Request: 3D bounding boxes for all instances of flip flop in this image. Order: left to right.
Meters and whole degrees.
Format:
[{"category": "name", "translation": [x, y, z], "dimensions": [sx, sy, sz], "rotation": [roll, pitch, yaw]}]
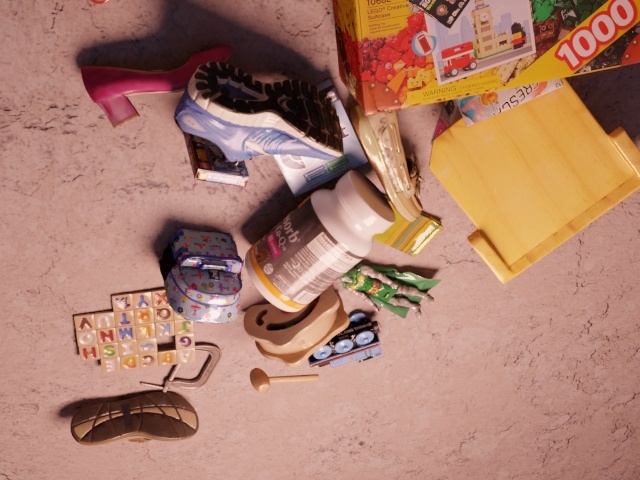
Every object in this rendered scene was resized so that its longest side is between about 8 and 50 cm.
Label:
[{"category": "flip flop", "translation": [-0.407, 0.403, 2.106], "dimensions": [0.277, 0.112, 0.080], "rotation": [-5, 155, -18]}]

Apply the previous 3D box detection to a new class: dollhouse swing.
[{"category": "dollhouse swing", "translation": [0.415, -0.140, 1.882], "dimensions": [0.347, 0.305, 0.315], "rotation": [-38, 173, 13]}]

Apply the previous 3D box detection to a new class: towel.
[{"category": "towel", "translation": [0.136, -0.038, 1.971], "dimensions": [0.237, 0.021, 0.102], "rotation": [22, 118, -31]}]

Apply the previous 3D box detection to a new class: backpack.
[{"category": "backpack", "translation": [-0.221, 0.076, 1.842], "dimensions": [0.158, 0.173, 0.117], "rotation": [10, 124, -24]}]

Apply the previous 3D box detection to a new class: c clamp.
[{"category": "c clamp", "translation": [-0.294, 0.279, 2.086], "dimensions": [0.137, 0.022, 0.160], "rotation": [20, 120, -31]}]

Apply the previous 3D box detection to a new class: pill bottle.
[{"category": "pill bottle", "translation": [0.000, 0.000, 1.854], "dimensions": [0.278, 0.162, 0.162], "rotation": [-41, 129, 20]}]

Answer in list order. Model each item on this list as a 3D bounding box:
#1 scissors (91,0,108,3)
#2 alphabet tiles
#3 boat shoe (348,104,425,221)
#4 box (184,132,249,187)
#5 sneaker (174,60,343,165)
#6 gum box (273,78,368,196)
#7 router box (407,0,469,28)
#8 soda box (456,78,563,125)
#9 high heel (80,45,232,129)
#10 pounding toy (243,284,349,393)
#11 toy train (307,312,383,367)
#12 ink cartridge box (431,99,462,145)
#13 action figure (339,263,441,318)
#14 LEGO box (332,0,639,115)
[{"category": "scissors", "translation": [-0.365, -0.493, 1.433], "dimensions": [0.109, 0.021, 0.297], "rotation": [-4, 128, -12]}, {"category": "alphabet tiles", "translation": [-0.380, 0.188, 1.977], "dimensions": [0.237, 0.009, 0.198], "rotation": [-6, 124, -11]}, {"category": "boat shoe", "translation": [0.146, -0.150, 1.826], "dimensions": [0.089, 0.104, 0.285], "rotation": [-26, 131, 7]}, {"category": "box", "translation": [-0.185, -0.149, 1.693], "dimensions": [0.094, 0.137, 0.027], "rotation": [8, 126, -23]}, {"category": "sneaker", "translation": [-0.103, -0.203, 1.654], "dimensions": [0.330, 0.129, 0.147], "rotation": [15, 146, -33]}, {"category": "gum box", "translation": [-0.016, -0.188, 1.782], "dimensions": [0.157, 0.041, 0.184], "rotation": [-26, 132, 3]}, {"category": "router box", "translation": [0.185, -0.386, 1.402], "dimensions": [0.092, 0.038, 0.122], "rotation": [26, 109, -25]}, {"category": "soda box", "translation": [0.335, -0.264, 1.704], "dimensions": [0.183, 0.063, 0.058], "rotation": [-23, 94, 12]}, {"category": "high heel", "translation": [-0.274, -0.293, 1.606], "dimensions": [0.244, 0.082, 0.117], "rotation": [-30, 101, -1]}, {"category": "pounding toy", "translation": [-0.057, 0.202, 2.032], "dimensions": [0.269, 0.154, 0.155], "rotation": [-38, 133, -12]}, {"category": "toy train", "translation": [0.049, 0.231, 2.126], "dimensions": [0.184, 0.080, 0.105], "rotation": [-19, 137, -3]}, {"category": "ink cartridge box", "translation": [0.341, -0.291, 1.806], "dimensions": [0.186, 0.065, 0.311], "rotation": [1, 126, -19]}, {"category": "action figure", "translation": [0.133, 0.104, 2.064], "dimensions": [0.232, 0.063, 0.137], "rotation": [20, 123, -27]}, {"category": "LEGO box", "translation": [0.269, -0.445, 1.530], "dimensions": [0.500, 0.193, 0.372], "rotation": [-13, 121, -8]}]
